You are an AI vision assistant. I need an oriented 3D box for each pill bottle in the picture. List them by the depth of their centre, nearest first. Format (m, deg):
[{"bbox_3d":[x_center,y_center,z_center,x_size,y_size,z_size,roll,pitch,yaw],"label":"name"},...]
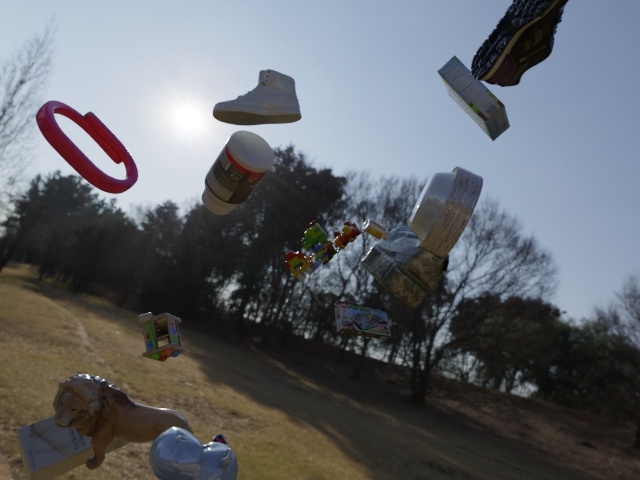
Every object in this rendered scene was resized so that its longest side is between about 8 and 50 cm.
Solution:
[{"bbox_3d":[0.176,-0.031,1.499,0.083,0.043,0.043,29,-14,-16],"label":"pill bottle"},{"bbox_3d":[-0.315,-0.235,1.753,0.176,0.176,0.318,25,-45,-23],"label":"pill bottle"}]

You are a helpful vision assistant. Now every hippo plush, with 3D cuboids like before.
[{"bbox_3d":[-0.245,0.482,0.873,0.294,0.236,0.234,31,-23,-6],"label":"hippo plush"}]

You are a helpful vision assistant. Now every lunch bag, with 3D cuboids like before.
[{"bbox_3d":[0.345,0.085,1.902,0.212,0.256,0.305,35,6,-23],"label":"lunch bag"}]

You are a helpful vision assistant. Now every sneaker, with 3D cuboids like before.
[{"bbox_3d":[0.459,-0.453,1.028,0.124,0.107,0.283,10,-33,-22],"label":"sneaker"},{"bbox_3d":[-0.266,0.546,1.209,0.042,0.067,0.118,20,30,-18],"label":"sneaker"},{"bbox_3d":[-0.215,-0.476,1.581,0.293,0.169,0.108,-5,-8,-20],"label":"sneaker"}]

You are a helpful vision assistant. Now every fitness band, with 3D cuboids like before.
[{"bbox_3d":[-0.613,-0.251,1.280,0.291,0.054,0.209,49,16,-20],"label":"fitness band"}]

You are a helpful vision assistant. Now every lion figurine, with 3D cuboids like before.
[{"bbox_3d":[-0.448,0.456,1.176,0.392,0.240,0.142,14,21,-15],"label":"lion figurine"}]

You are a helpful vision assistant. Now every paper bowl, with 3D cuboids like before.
[{"bbox_3d":[0.381,-0.100,1.513,0.148,0.284,0.284,25,-11,6],"label":"paper bowl"}]

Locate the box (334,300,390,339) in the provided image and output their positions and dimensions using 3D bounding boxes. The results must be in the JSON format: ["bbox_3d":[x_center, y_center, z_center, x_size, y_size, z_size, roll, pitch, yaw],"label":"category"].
[{"bbox_3d":[0.152,0.291,1.744,0.207,0.114,0.036,13,-41,-26],"label":"box"}]

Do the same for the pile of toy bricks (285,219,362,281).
[{"bbox_3d":[0.000,0.000,1.247,0.105,0.212,0.118,51,22,-2],"label":"pile of toy bricks"}]

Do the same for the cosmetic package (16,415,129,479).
[{"bbox_3d":[-0.798,0.642,1.571,0.309,0.113,0.160,-14,53,-43],"label":"cosmetic package"}]

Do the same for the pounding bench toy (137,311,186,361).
[{"bbox_3d":[-0.263,0.157,0.775,0.052,0.065,0.083,-20,-25,5],"label":"pounding bench toy"}]

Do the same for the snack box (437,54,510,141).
[{"bbox_3d":[0.430,-0.394,1.341,0.207,0.070,0.174,54,16,21],"label":"snack box"}]
